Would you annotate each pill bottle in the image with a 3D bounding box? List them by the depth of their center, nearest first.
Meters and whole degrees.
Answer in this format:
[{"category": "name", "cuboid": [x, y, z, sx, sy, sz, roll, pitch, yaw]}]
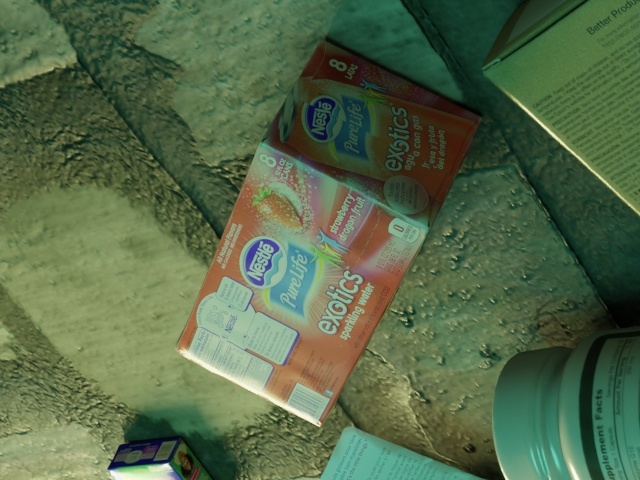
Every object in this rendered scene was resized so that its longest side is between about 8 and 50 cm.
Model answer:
[{"category": "pill bottle", "cuboid": [0.299, 0.148, 1.462, 0.283, 0.161, 0.161, -9, 127, 35]}]

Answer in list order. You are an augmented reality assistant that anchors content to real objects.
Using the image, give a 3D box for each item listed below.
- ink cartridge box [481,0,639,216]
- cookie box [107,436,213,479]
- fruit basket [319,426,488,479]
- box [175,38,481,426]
[{"category": "ink cartridge box", "cuboid": [0.266, -0.134, 1.248, 0.193, 0.088, 0.234, 42, 138, -14]}, {"category": "cookie box", "cuboid": [-0.165, 0.268, 1.923, 0.091, 0.040, 0.107, -11, 127, 35]}, {"category": "fruit basket", "cuboid": [0.123, 0.371, 1.732, 0.353, 0.165, 0.327, 23, 110, -1]}, {"category": "box", "cuboid": [0.000, 0.000, 1.485, 0.154, 0.142, 0.300, 26, 139, 2]}]
